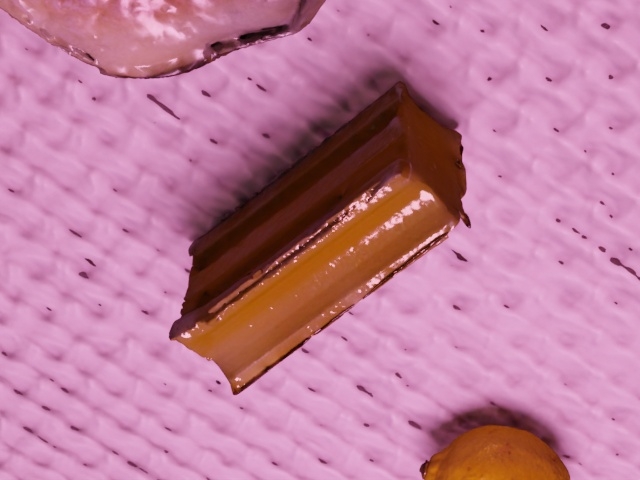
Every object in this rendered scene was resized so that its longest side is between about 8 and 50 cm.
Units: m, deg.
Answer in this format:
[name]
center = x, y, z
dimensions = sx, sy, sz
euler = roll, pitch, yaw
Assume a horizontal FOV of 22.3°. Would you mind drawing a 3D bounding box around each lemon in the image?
[lemon]
center = 0.146, 0.206, 1.334
dimensions = 0.133, 0.109, 0.109
euler = 22, 125, 0

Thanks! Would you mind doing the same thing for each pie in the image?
[pie]
center = -0.125, -0.249, 1.059
dimensions = 0.338, 0.075, 0.337
euler = 4, 131, 4

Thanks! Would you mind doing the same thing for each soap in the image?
[soap]
center = -0.001, -0.001, 1.184
dimensions = 0.233, 0.135, 0.076
euler = -36, 115, 25
